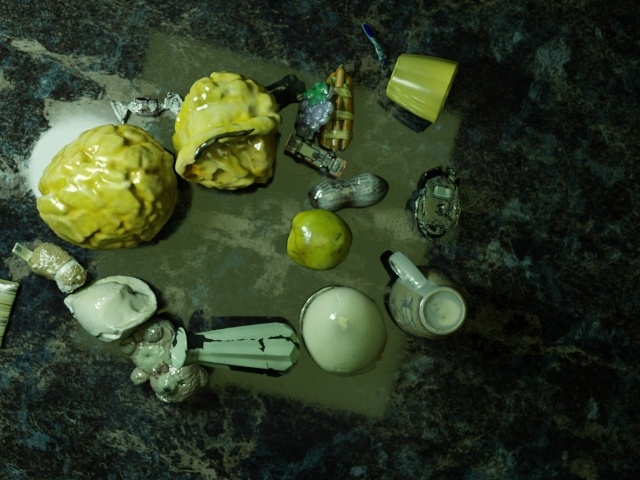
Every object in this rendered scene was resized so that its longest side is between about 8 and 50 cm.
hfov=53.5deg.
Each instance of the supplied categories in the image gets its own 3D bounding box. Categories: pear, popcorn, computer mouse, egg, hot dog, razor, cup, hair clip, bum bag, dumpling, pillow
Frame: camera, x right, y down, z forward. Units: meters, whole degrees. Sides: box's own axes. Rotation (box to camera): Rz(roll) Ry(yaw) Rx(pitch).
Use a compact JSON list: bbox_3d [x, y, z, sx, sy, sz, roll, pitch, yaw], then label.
[{"bbox_3d":[0.000,0.000,1.902,0.200,0.200,0.200,0,90,-4],"label":"pear"},{"bbox_3d":[-0.272,-0.297,1.797,0.349,0.381,0.349,2,110,6],"label":"popcorn"},{"bbox_3d":[0.361,-0.116,1.982,0.146,0.077,0.241,14,86,-5],"label":"computer mouse"},{"bbox_3d":[0.072,0.286,1.916,0.264,0.174,0.286,-14,95,-1],"label":"egg"},{"bbox_3d":[0.052,-0.405,1.960,0.109,0.072,0.269,4,91,-7],"label":"hot dog"},{"bbox_3d":[0.173,-0.615,1.988,0.044,0.028,0.154,-29,93,-3],"label":"razor"},{"bbox_3d":[-0.591,-0.129,1.775,0.344,0.390,0.354,52,54,-18],"label":"popcorn"},{"bbox_3d":[0.316,0.160,1.894,0.227,0.257,0.301,-35,91,-6],"label":"cup"},{"bbox_3d":[-0.011,-0.392,1.922,0.124,0.052,0.195,5,76,26],"label":"hair clip"},{"bbox_3d":[-0.140,-0.447,1.958,0.198,0.049,0.087,-23,116,-4],"label":"bum bag"},{"bbox_3d":[-0.605,0.178,1.853,0.243,0.175,0.227,43,51,6],"label":"dumpling"},{"bbox_3d":[-0.984,0.210,1.899,0.113,0.038,0.203,15,89,-4],"label":"pillow"}]

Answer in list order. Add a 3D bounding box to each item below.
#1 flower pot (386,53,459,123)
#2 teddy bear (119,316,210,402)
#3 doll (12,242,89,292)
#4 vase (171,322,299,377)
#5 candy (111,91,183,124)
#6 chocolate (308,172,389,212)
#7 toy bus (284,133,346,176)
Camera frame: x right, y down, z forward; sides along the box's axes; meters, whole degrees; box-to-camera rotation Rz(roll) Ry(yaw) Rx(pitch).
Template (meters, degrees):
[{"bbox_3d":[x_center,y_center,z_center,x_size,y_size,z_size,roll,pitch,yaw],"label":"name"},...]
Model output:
[{"bbox_3d":[0.304,-0.474,1.931,0.179,0.195,0.195,21,89,8],"label":"flower pot"},{"bbox_3d":[-0.465,0.362,1.887,0.236,0.151,0.267,-27,90,17],"label":"teddy bear"},{"bbox_3d":[-0.796,0.069,1.878,0.221,0.105,0.115,28,72,-6],"label":"doll"},{"bbox_3d":[-0.241,0.316,1.840,0.360,0.165,0.165,7,90,-32],"label":"vase"},{"bbox_3d":[-0.518,-0.400,1.925,0.226,0.051,0.094,-3,94,-5],"label":"candy"},{"bbox_3d":[0.090,-0.145,1.948,0.248,0.110,0.110,-12,91,1],"label":"chocolate"},{"bbox_3d":[-0.017,-0.259,1.952,0.192,0.077,0.065,27,90,-2],"label":"toy bus"}]
